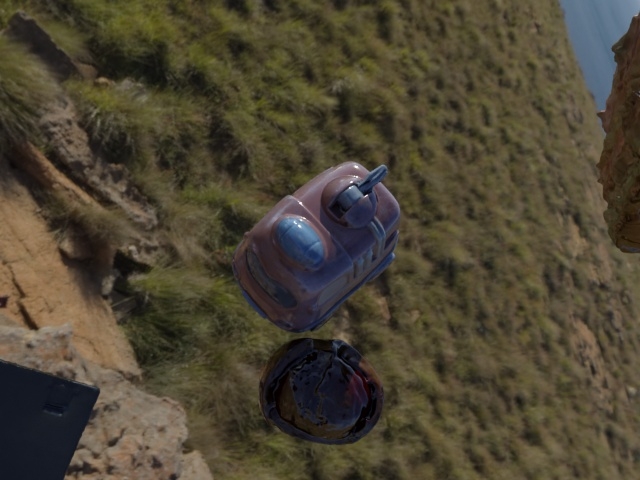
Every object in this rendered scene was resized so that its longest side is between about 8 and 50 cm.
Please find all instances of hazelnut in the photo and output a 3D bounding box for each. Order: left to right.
[{"bbox_3d":[-0.006,0.249,0.919,0.202,0.160,0.170,10,74,-31],"label":"hazelnut"}]

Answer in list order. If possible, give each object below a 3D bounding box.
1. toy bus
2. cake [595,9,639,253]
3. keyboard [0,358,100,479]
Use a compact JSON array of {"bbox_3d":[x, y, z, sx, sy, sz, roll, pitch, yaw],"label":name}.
[{"bbox_3d":[0.000,0.000,0.901,0.294,0.232,0.197,-38,78,-16],"label":"toy bus"},{"bbox_3d":[0.534,-0.165,0.718,0.314,0.293,0.306,81,22,-57],"label":"cake"},{"bbox_3d":[-0.313,0.093,0.360,0.317,0.027,0.106,29,68,-30],"label":"keyboard"}]
